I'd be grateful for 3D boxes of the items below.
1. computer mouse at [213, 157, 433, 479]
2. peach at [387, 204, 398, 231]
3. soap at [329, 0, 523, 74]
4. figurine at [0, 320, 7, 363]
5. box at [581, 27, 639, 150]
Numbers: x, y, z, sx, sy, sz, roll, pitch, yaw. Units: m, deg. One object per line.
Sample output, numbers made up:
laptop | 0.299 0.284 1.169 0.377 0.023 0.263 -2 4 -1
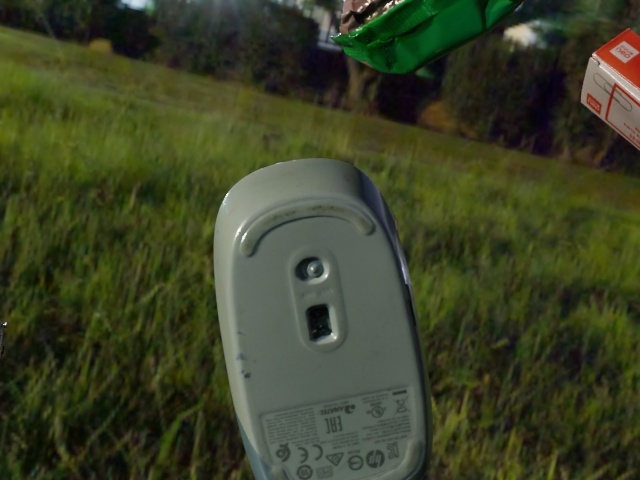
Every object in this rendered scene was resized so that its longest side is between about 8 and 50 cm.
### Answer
computer mouse | 0.000 0.077 0.785 0.160 0.288 0.097 -11 10 -6
peach | 0.000 0.000 1.548 0.251 0.251 0.153 13 1 -5
soap | 0.121 -0.305 0.935 0.218 0.273 0.098 -26 -50 37
figurine | -0.317 0.097 0.697 0.154 0.132 0.132 14 5 -21
box | 0.516 -0.226 1.547 0.182 0.099 0.133 48 -15 24
